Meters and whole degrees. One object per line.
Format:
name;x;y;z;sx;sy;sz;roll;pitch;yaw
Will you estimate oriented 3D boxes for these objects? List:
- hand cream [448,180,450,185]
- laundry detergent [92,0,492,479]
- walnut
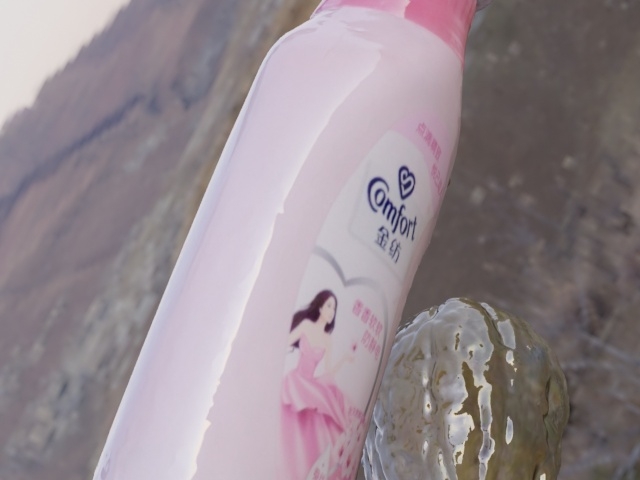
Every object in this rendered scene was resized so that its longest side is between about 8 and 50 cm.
hand cream;-0.007;0.026;1.679;0.314;0.139;0.089;-44;43;-15
laundry detergent;0.000;0.000;0.719;0.159;0.088;0.335;66;-139;-62
walnut;0.111;0.157;1.357;0.178;0.178;0.230;127;150;-57
